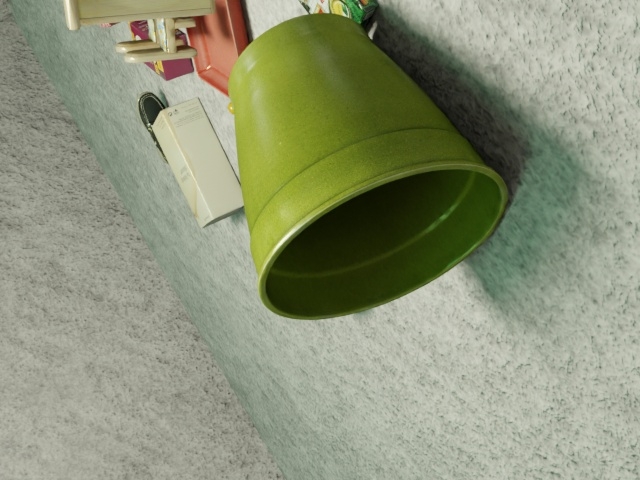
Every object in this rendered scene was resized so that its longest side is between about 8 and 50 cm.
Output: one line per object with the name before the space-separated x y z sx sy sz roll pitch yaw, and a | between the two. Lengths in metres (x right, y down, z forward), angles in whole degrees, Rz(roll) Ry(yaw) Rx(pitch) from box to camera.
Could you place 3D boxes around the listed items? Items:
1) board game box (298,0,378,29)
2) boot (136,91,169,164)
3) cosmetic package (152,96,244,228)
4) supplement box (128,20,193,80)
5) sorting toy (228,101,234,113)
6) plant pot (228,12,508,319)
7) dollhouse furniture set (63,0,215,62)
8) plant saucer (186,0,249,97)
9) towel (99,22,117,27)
board game box | -0.015 -0.426 1.294 0.259 0.030 0.136 53 155 7
boot | -0.427 -0.304 2.331 0.178 0.085 0.236 30 147 51
cosmetic package | -0.319 -0.200 2.162 0.309 0.113 0.160 65 158 1
supplement box | -0.404 -0.490 2.073 0.188 0.081 0.104 41 149 44
sorting toy | -0.110 -0.181 1.691 0.127 0.126 0.365 39 147 46
plant pot | 0.025 -0.128 1.200 0.366 0.366 0.353 102 148 -57
dollhouse furniture set | -0.376 -0.520 1.559 0.394 0.256 0.362 -135 39 -60
plant saucer | -0.218 -0.439 1.756 0.259 0.048 0.258 38 147 46
towel | -0.422 -0.650 1.752 0.037 0.237 0.329 15 132 32
